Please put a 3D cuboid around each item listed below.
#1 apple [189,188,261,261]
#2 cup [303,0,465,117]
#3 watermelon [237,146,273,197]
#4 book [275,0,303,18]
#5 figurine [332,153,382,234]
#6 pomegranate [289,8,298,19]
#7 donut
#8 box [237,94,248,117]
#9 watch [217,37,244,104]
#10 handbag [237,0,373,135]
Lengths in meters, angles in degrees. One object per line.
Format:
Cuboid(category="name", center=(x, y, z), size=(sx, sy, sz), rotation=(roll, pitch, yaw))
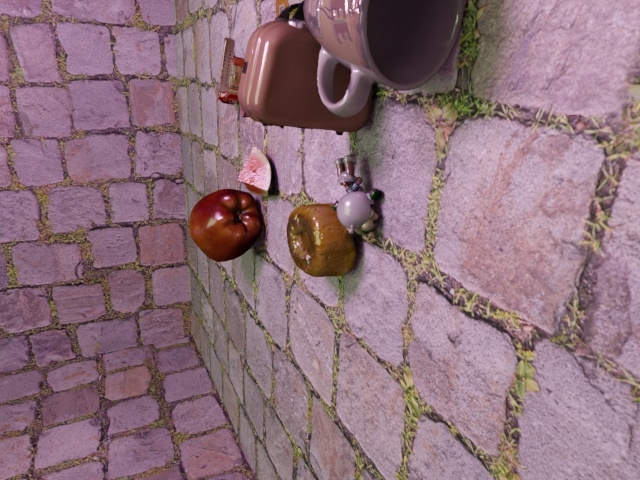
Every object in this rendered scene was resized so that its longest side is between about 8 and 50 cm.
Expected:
Cuboid(category="apple", center=(-0.391, -0.067, 1.898), size=(0.316, 0.288, 0.288), rotation=(-29, 70, 49))
Cuboid(category="cup", center=(0.076, -0.379, 0.849), size=(0.257, 0.227, 0.301), rotation=(38, 105, 49))
Cuboid(category="watermelon", center=(-0.230, -0.233, 1.735), size=(0.145, 0.137, 0.193), rotation=(52, -160, -69))
Cuboid(category="book", center=(-0.072, -0.746, 1.351), size=(0.295, 0.020, 0.208), rotation=(24, 118, 60))
Cuboid(category="figurine", center=(0.084, -0.108, 1.125), size=(0.147, 0.093, 0.197), rotation=(-15, 74, 42))
Cuboid(category="pomegranate", center=(-0.057, -0.560, 1.248), size=(0.169, 0.122, 0.143), rotation=(-32, 80, 58))
Cuboid(category="donut", center=(0.000, 0.000, 1.276), size=(0.261, 0.128, 0.209), rotation=(178, 85, -66))
Cuboid(category="box", center=(-0.267, -0.555, 1.757), size=(0.156, 0.060, 0.112), rotation=(-44, 56, 58))
Cuboid(category="watch", center=(-0.365, -0.701, 1.901), size=(0.164, 0.102, 0.269), rotation=(24, 109, 53))
Cuboid(category="handbag", center=(-0.020, -0.391, 1.032), size=(0.149, 0.301, 0.283), rotation=(42, 128, 53))
